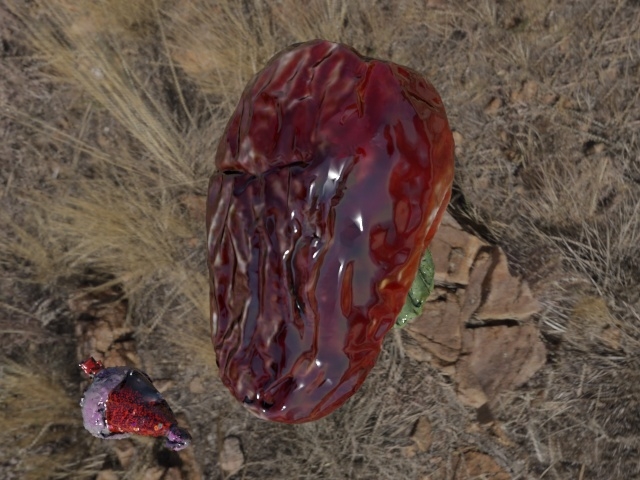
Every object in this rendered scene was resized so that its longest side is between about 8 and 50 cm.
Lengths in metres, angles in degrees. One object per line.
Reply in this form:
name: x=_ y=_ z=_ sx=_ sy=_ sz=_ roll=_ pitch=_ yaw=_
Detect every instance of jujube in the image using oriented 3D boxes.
jujube: x=0.000 y=0.000 z=0.549 sx=0.216 sy=0.216 sz=0.342 roll=21 pitch=100 yaw=31

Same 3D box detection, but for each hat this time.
hat: x=-0.281 y=0.268 z=0.927 sx=0.227 sy=0.129 sz=0.140 roll=8 pitch=109 yaw=40

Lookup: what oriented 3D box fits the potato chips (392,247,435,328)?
potato chips: x=0.058 y=-0.012 z=1.168 sx=0.070 sy=0.358 sz=0.429 roll=-26 pitch=87 yaw=54
